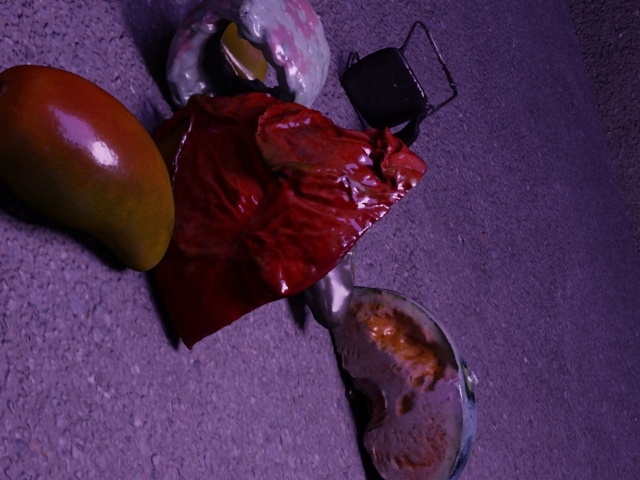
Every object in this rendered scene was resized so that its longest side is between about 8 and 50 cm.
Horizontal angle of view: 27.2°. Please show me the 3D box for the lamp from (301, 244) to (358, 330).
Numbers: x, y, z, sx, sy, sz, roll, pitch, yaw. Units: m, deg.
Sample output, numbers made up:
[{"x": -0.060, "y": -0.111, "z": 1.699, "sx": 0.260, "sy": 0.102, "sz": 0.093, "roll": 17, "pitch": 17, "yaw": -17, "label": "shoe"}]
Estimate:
[{"x": 0.000, "y": 0.000, "z": 1.782, "sx": 0.101, "sy": 0.101, "sz": 0.250, "roll": 32, "pitch": 47, "yaw": -52, "label": "lamp"}]

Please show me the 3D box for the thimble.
[{"x": -0.089, "y": -0.231, "z": 1.660, "sx": 0.149, "sy": 0.185, "sz": 0.211, "roll": -64, "pitch": 161, "yaw": -54, "label": "thimble"}]

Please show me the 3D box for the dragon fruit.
[{"x": -0.039, "y": -0.058, "z": 1.568, "sx": 0.240, "sy": 0.330, "sz": 0.302, "roll": 56, "pitch": 16, "yaw": -80, "label": "dragon fruit"}]

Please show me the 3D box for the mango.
[{"x": -0.235, "y": -0.077, "z": 1.352, "sx": 0.289, "sy": 0.129, "sz": 0.146, "roll": 42, "pitch": 32, "yaw": -59, "label": "mango"}]

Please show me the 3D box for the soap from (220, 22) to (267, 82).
[{"x": -0.121, "y": -0.263, "z": 1.797, "sx": 0.140, "sy": 0.045, "sz": 0.089, "roll": 53, "pitch": 27, "yaw": -28, "label": "soap"}]

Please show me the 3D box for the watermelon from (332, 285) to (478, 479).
[{"x": 0.148, "y": 0.200, "z": 1.838, "sx": 0.188, "sy": 0.175, "sz": 0.322, "roll": 2, "pitch": 71, "yaw": -62, "label": "watermelon"}]

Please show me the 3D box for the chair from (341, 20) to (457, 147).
[{"x": 0.109, "y": -0.234, "z": 2.131, "sx": 0.145, "sy": 0.140, "sz": 0.221, "roll": 58, "pitch": 32, "yaw": -15, "label": "chair"}]
